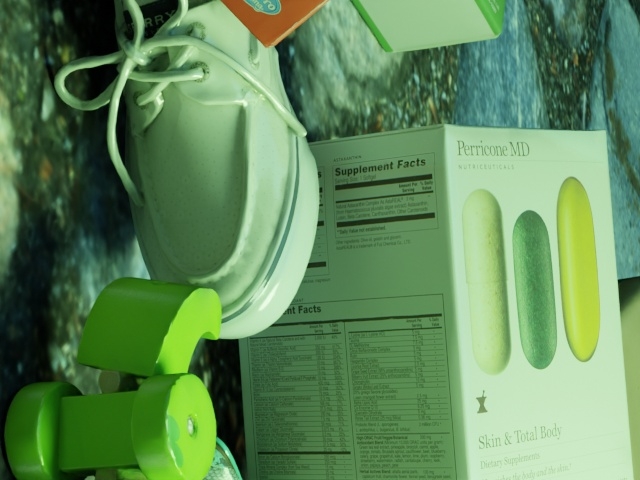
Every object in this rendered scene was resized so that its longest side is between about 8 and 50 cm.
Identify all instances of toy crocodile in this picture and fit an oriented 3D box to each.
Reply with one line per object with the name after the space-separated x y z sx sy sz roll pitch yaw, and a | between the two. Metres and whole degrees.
-0.112 0.184 1.134 0.105 0.115 0.340 29 57 -61 | toy crocodile

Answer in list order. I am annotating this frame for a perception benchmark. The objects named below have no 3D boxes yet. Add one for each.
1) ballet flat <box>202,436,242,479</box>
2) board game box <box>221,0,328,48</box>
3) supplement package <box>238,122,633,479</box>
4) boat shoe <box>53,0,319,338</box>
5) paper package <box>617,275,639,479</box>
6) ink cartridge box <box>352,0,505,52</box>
-0.065 0.206 1.311 0.188 0.070 0.070 61 33 -36 | ballet flat
-0.085 -0.304 1.228 0.316 0.064 0.242 45 37 -14 | board game box
0.078 0.060 1.362 0.199 0.198 0.262 -2 87 -49 | supplement package
-0.090 -0.125 1.243 0.156 0.136 0.367 33 51 -59 | boat shoe
0.235 0.216 1.815 0.325 0.168 0.309 -31 112 -63 | paper package
0.086 -0.338 1.697 0.201 0.117 0.278 51 40 -50 | ink cartridge box
